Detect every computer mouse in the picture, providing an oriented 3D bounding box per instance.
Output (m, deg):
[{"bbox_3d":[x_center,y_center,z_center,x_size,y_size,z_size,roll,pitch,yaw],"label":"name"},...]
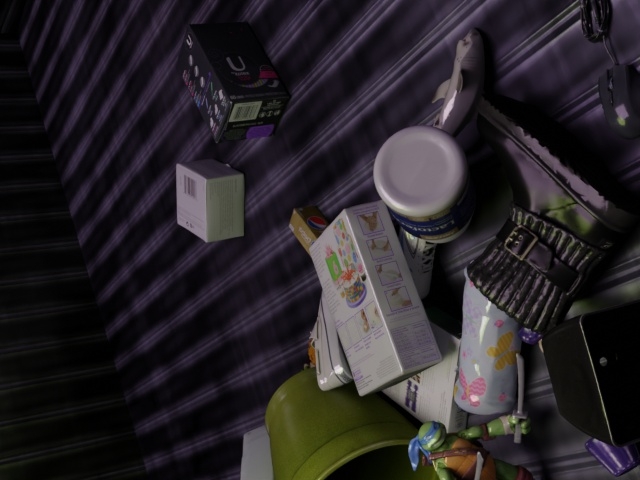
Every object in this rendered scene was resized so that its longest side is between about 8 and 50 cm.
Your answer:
[{"bbox_3d":[0.426,-0.265,1.324,0.071,0.041,0.242,-31,72,57],"label":"computer mouse"}]

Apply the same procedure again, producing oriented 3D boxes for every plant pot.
[{"bbox_3d":[0.044,0.456,1.888,0.353,0.366,0.367,-129,40,-53],"label":"plant pot"},{"bbox_3d":[0.438,0.188,1.327,0.167,0.187,0.188,151,106,-70],"label":"plant pot"}]

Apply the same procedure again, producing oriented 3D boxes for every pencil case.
[{"bbox_3d":[0.300,0.172,1.585,0.124,0.113,0.273,-128,38,-64],"label":"pencil case"}]

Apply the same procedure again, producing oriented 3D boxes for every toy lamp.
[{"bbox_3d":[0.421,0.251,1.453,0.275,0.080,0.080,62,144,29],"label":"toy lamp"}]

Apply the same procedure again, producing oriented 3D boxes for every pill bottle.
[{"bbox_3d":[0.188,-0.085,1.537,0.153,0.153,0.264,67,-172,18],"label":"pill bottle"}]

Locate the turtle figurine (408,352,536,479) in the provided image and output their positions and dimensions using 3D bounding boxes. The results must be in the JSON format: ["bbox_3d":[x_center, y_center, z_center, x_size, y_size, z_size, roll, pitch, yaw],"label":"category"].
[{"bbox_3d":[0.305,0.391,1.501,0.266,0.198,0.274,44,119,-14],"label":"turtle figurine"}]

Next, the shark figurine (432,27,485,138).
[{"bbox_3d":[0.250,-0.212,1.569,0.166,0.116,0.278,-89,17,-60],"label":"shark figurine"}]

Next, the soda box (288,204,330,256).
[{"bbox_3d":[0.000,0.000,2.045,0.181,0.061,0.058,53,139,35],"label":"soda box"}]

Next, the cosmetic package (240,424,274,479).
[{"bbox_3d":[-0.061,0.648,2.064,0.284,0.097,0.377,-92,-24,-71],"label":"cosmetic package"}]

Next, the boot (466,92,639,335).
[{"bbox_3d":[0.314,-0.047,1.430,0.348,0.131,0.260,54,127,33],"label":"boot"}]

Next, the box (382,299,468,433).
[{"bbox_3d":[0.186,0.229,1.833,0.322,0.058,0.232,32,125,48],"label":"box"}]

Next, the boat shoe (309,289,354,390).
[{"bbox_3d":[0.020,0.207,1.925,0.088,0.096,0.268,-31,43,22],"label":"boat shoe"}]

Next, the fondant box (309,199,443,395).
[{"bbox_3d":[0.100,0.118,1.757,0.330,0.096,0.238,70,157,13],"label":"fondant box"}]

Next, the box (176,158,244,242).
[{"bbox_3d":[-0.299,-0.111,2.423,0.181,0.119,0.182,29,123,51],"label":"box"}]

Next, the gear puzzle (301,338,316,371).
[{"bbox_3d":[-0.007,0.397,2.190,0.175,0.044,0.339,26,120,52],"label":"gear puzzle"}]

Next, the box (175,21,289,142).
[{"bbox_3d":[-0.217,-0.388,2.170,0.270,0.165,0.143,60,144,26],"label":"box"}]

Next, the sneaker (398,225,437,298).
[{"bbox_3d":[0.193,0.007,1.730,0.086,0.085,0.237,18,117,49],"label":"sneaker"}]
